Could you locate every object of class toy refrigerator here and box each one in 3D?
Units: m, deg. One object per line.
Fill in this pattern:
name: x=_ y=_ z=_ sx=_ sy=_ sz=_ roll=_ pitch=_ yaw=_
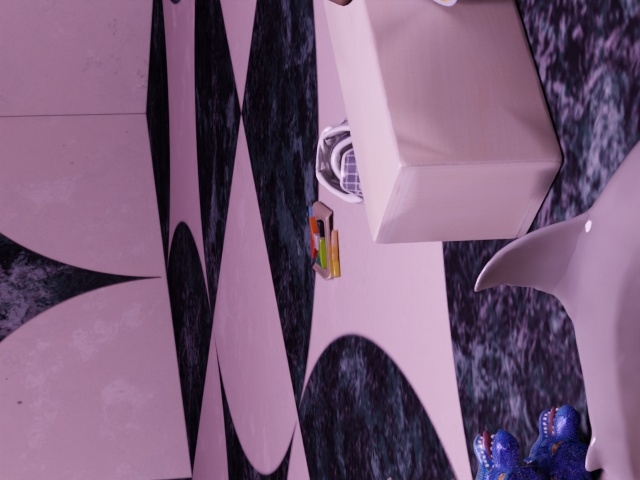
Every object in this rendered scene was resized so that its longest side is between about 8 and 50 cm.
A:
toy refrigerator: x=0.066 y=-0.132 z=0.897 sx=0.094 sy=0.102 sz=0.269 roll=106 pitch=157 yaw=-55

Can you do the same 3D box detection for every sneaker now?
sneaker: x=0.038 y=-0.070 z=1.054 sx=0.235 sy=0.094 sz=0.090 roll=-146 pitch=53 yaw=-77

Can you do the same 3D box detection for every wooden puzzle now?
wooden puzzle: x=0.000 y=0.000 z=1.424 sx=0.116 sy=0.014 sz=0.079 roll=-159 pitch=68 yaw=-77

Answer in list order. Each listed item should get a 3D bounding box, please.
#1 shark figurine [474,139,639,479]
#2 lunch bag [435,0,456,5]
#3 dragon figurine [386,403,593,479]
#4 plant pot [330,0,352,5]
shark figurine: x=0.128 y=0.047 z=0.632 sx=0.166 sy=0.116 sz=0.278 roll=-120 pitch=32 yaw=-67
lunch bag: x=0.088 y=-0.178 z=0.829 sx=0.071 sy=0.083 sz=0.053 roll=120 pitch=146 yaw=-66
dragon figurine: x=0.084 y=0.228 z=0.811 sx=0.144 sy=0.085 sz=0.289 roll=-160 pitch=77 yaw=-66
plant pot: x=0.087 y=-0.208 z=0.672 sx=0.237 sy=0.109 sz=0.237 roll=-63 pitch=3 yaw=6
